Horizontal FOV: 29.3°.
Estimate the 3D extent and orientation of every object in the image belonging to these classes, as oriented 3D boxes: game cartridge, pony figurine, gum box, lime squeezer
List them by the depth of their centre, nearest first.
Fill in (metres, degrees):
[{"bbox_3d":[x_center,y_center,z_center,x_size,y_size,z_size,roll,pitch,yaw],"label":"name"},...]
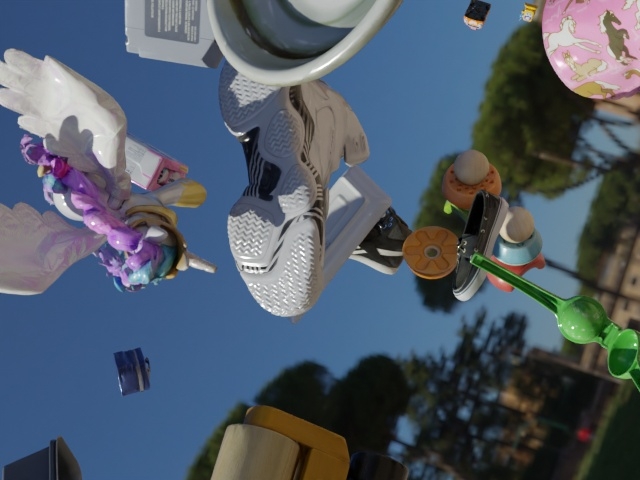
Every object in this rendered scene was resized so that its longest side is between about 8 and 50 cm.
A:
[{"bbox_3d":[0.298,0.109,1.369,0.109,0.310,0.059,-11,-50,-36],"label":"lime squeezer"},{"bbox_3d":[-0.302,-0.059,1.608,0.303,0.350,0.363,-64,11,8],"label":"pony figurine"},{"bbox_3d":[-0.319,-0.142,2.039,0.062,0.188,0.107,-62,-18,4],"label":"gum box"},{"bbox_3d":[-0.235,-0.435,2.084,0.062,0.198,0.297,-85,3,-48],"label":"game cartridge"}]

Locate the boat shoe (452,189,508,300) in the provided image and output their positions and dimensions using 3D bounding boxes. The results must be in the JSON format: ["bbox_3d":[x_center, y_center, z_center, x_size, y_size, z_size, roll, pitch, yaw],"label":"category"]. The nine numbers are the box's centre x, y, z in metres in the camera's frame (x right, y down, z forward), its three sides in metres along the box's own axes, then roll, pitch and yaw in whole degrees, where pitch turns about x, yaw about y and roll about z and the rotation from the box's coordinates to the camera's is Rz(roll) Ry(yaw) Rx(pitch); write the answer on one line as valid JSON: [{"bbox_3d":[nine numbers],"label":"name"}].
[{"bbox_3d":[0.186,0.004,1.493,0.049,0.040,0.142,-14,50,61],"label":"boat shoe"}]

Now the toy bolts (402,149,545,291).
[{"bbox_3d":[0.260,-0.024,2.055,0.218,0.228,0.158,-39,-32,-19],"label":"toy bolts"}]

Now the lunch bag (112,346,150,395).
[{"bbox_3d":[-0.355,0.247,2.323,0.098,0.065,0.067,-127,29,-65],"label":"lunch bag"}]

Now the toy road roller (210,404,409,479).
[{"bbox_3d":[-0.044,0.413,1.898,0.240,0.329,0.203,-27,41,56],"label":"toy road roller"}]

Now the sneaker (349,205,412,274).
[{"bbox_3d":[0.078,-0.025,2.315,0.121,0.216,0.079,-60,27,21],"label":"sneaker"}]

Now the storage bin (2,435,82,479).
[{"bbox_3d":[-0.377,0.349,1.657,0.135,0.091,0.098,-106,-4,-52],"label":"storage bin"}]

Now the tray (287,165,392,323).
[{"bbox_3d":[0.000,0.000,2.075,0.030,0.145,0.270,30,-78,-40],"label":"tray"}]

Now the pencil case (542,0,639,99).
[{"bbox_3d":[0.425,-0.277,1.402,0.386,0.167,0.160,-17,64,63],"label":"pencil case"}]

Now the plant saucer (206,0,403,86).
[{"bbox_3d":[0.019,-0.367,1.435,0.100,0.400,0.401,12,-83,-40],"label":"plant saucer"}]

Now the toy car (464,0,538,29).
[{"bbox_3d":[0.284,-0.349,1.940,0.041,0.122,0.060,100,174,-46],"label":"toy car"}]

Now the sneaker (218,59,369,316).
[{"bbox_3d":[-0.019,-0.076,1.629,0.210,0.137,0.366,12,-114,-57],"label":"sneaker"}]
